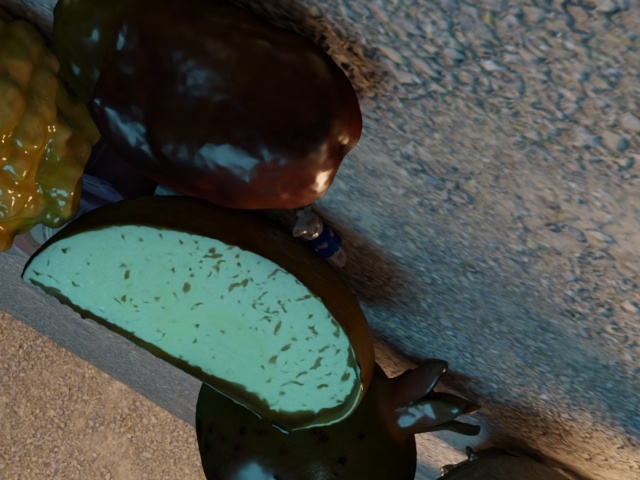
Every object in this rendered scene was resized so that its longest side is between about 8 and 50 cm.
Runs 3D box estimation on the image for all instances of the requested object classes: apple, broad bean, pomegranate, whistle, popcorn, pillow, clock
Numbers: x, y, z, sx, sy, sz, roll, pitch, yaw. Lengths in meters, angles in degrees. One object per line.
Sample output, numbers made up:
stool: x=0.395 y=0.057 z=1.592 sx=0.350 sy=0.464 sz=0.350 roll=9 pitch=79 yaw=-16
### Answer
apple: x=-0.097 y=0.053 z=1.088 sx=0.346 sy=0.179 sz=0.254 roll=29 pitch=160 yaw=-4
broad bean: x=-0.083 y=-0.099 z=0.745 sx=0.229 sy=0.122 sz=0.156 roll=24 pitch=164 yaw=10
pomegranate: x=0.007 y=0.210 z=1.328 sx=0.291 sy=0.323 sz=0.291 roll=43 pitch=-168 yaw=-11
whistle: x=0.000 y=0.000 z=1.029 sx=0.029 sy=0.033 sz=0.083 roll=9 pitch=154 yaw=42
popcorn: x=-0.307 y=-0.101 z=1.016 sx=0.250 sy=0.190 sz=0.250 roll=39 pitch=162 yaw=15
pillow: x=0.250 y=0.323 z=1.477 sx=0.169 sy=0.059 sz=0.255 roll=32 pitch=164 yaw=6
clock: x=-0.233 y=-0.070 z=1.185 sx=0.153 sy=0.050 sz=0.110 roll=19 pitch=159 yaw=34

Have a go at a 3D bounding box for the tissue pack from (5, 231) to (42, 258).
tissue pack: x=-0.442 y=-0.085 z=1.362 sx=0.225 sy=0.124 sz=0.185 roll=15 pitch=160 yaw=41

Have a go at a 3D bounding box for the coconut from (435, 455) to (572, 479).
coconut: x=0.209 y=0.416 z=1.229 sx=0.329 sy=0.328 sz=0.329 roll=28 pitch=162 yaw=10

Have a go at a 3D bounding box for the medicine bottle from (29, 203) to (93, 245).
medicine bottle: x=-0.240 y=-0.006 z=1.287 sx=0.187 sy=0.102 sz=0.103 roll=22 pitch=161 yaw=27
